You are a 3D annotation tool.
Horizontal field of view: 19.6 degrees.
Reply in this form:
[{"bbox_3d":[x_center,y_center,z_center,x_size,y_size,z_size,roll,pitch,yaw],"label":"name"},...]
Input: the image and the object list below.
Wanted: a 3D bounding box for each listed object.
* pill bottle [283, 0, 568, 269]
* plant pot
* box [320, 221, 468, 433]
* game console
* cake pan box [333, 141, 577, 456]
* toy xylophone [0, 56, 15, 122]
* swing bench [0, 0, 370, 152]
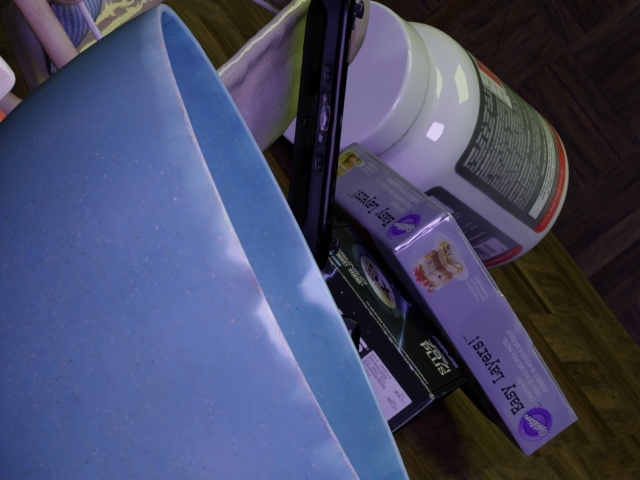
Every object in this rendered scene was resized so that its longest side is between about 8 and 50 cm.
[{"bbox_3d":[0.111,-0.115,2.038,0.363,0.210,0.210,32,24,-53],"label":"pill bottle"},{"bbox_3d":[-0.096,0.063,0.868,0.290,0.195,0.290,64,4,-8],"label":"plant pot"},{"bbox_3d":[0.032,0.078,1.588,0.180,0.077,0.147,53,14,8],"label":"box"},{"bbox_3d":[0.000,0.000,1.251,0.044,0.361,0.213,5,0,-8],"label":"game console"},{"bbox_3d":[0.113,0.052,1.726,0.267,0.070,0.246,56,-3,-27],"label":"cake pan box"},{"bbox_3d":[-0.241,-0.045,1.055,0.236,0.081,0.323,45,16,-24],"label":"toy xylophone"},{"bbox_3d":[-0.112,-0.156,1.319,0.255,0.165,0.253,48,52,-9],"label":"swing bench"}]
